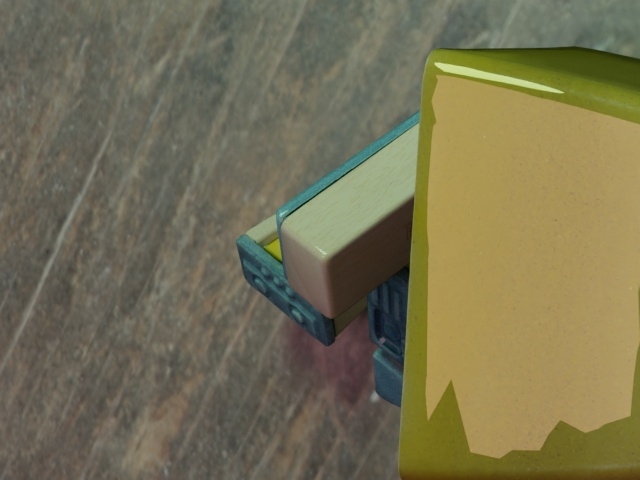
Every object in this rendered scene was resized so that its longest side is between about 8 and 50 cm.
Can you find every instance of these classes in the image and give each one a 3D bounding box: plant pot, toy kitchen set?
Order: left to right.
[{"bbox_3d":[0.000,0.000,1.022,0.166,0.122,0.207,39,152,32],"label":"toy kitchen set"},{"bbox_3d":[0.173,0.015,0.898,0.187,0.212,0.212,8,99,28],"label":"plant pot"}]
